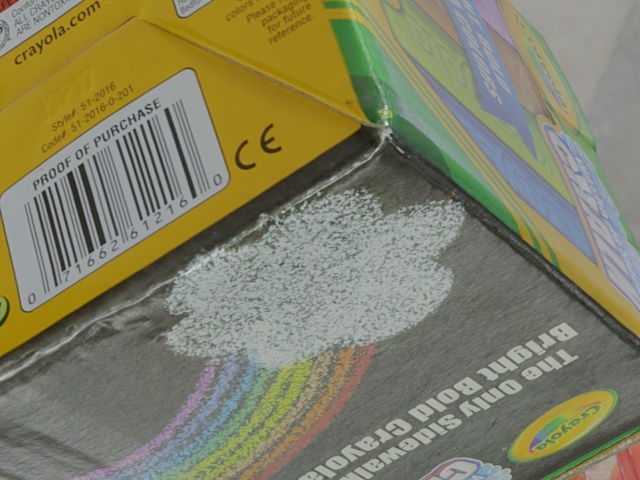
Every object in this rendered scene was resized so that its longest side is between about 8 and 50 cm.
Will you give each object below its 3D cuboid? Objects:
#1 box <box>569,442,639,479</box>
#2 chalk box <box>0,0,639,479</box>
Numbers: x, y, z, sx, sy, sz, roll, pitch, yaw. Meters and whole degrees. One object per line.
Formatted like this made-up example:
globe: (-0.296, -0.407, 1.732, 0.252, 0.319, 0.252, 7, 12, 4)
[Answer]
box: (0.152, 0.166, 0.875, 0.300, 0.154, 0.142, 111, 152, -51)
chalk box: (0.000, 0.000, 0.497, 0.132, 0.213, 0.132, -31, 54, 17)
